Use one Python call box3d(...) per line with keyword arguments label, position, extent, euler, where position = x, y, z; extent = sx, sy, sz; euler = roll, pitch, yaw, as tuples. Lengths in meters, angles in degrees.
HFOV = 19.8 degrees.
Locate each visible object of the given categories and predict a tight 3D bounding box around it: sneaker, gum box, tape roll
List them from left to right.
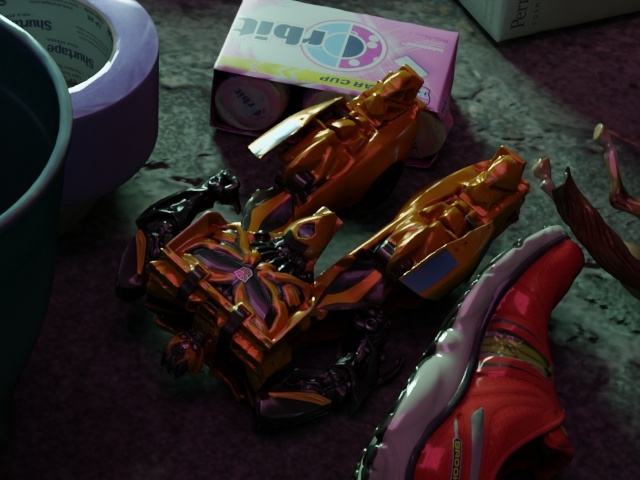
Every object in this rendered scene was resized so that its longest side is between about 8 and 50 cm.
box3d(label="tape roll", position=(-0.210, -0.111, 1.315), extent=(0.189, 0.080, 0.189), euler=(3, 41, -2))
box3d(label="gum box", position=(0.017, -0.126, 1.447), extent=(0.188, 0.062, 0.107), euler=(11, 42, 6))
box3d(label="sneaker", position=(0.119, 0.103, 1.199), extent=(0.118, 0.107, 0.279), euler=(34, 50, 4))

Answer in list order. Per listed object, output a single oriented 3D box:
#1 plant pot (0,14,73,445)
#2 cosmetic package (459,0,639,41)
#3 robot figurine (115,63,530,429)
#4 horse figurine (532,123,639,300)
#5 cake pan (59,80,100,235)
box3d(label="plant pot", position=(-0.282, 0.024, 1.106), extent=(0.272, 0.255, 0.271), euler=(2, 42, -2))
box3d(label="cosmetic package", position=(0.286, -0.321, 1.593), extent=(0.366, 0.197, 0.155), euler=(-16, 45, -20))
box3d(label="robot figurine", position=(0.000, 0.000, 1.270), extent=(0.211, 0.085, 0.291), euler=(40, 56, 19))
box3d(label="horse figurine", position=(0.264, -0.015, 1.326), extent=(0.263, 0.066, 0.174), euler=(-15, 64, -41))
box3d(label="cake pan", position=(-0.282, -0.082, 1.374), extent=(0.293, 0.054, 0.293), euler=(3, 42, -3))
